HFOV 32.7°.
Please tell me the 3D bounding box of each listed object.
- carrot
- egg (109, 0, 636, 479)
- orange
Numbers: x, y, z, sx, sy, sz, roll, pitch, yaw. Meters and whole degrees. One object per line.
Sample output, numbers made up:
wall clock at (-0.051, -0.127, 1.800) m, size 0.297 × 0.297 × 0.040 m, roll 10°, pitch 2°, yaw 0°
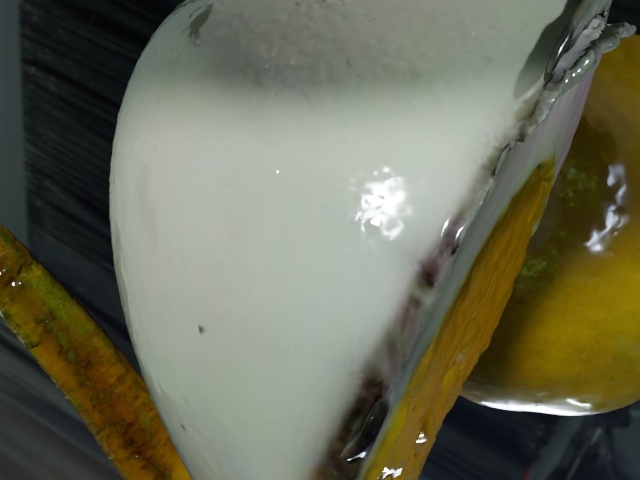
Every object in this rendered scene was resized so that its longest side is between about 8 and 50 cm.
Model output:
carrot at (-0.123, 0.062, 0.551) m, size 0.042 × 0.170 × 0.042 m, roll -36°, pitch -168°, yaw 9°
egg at (0.002, -0.004, 0.482) m, size 0.264 × 0.174 × 0.286 m, roll -52°, pitch 161°, yaw -34°
orange at (0.165, -0.013, 0.766) m, size 0.235 × 0.279 × 0.279 m, roll 11°, pitch 107°, yaw -56°
